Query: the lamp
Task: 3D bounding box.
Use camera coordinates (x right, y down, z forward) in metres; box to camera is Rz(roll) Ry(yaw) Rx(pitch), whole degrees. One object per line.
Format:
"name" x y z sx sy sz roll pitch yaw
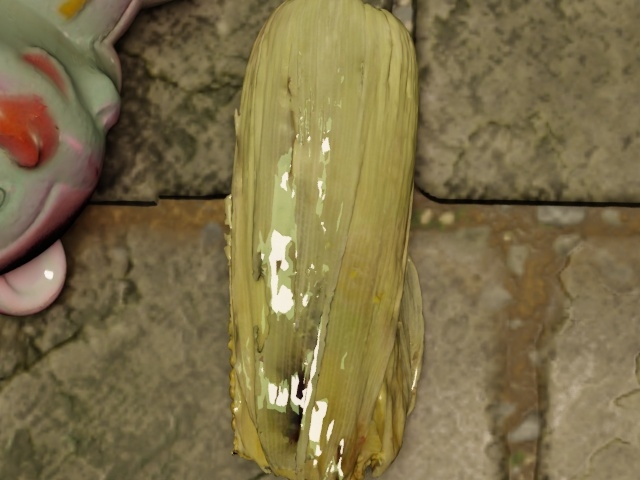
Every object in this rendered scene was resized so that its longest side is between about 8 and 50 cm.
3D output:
"lamp" -0.234 -0.123 0.844 0.247 0.247 0.301 8 71 40

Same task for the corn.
"corn" 0.003 -0.001 0.815 0.122 0.123 0.305 0 80 6
